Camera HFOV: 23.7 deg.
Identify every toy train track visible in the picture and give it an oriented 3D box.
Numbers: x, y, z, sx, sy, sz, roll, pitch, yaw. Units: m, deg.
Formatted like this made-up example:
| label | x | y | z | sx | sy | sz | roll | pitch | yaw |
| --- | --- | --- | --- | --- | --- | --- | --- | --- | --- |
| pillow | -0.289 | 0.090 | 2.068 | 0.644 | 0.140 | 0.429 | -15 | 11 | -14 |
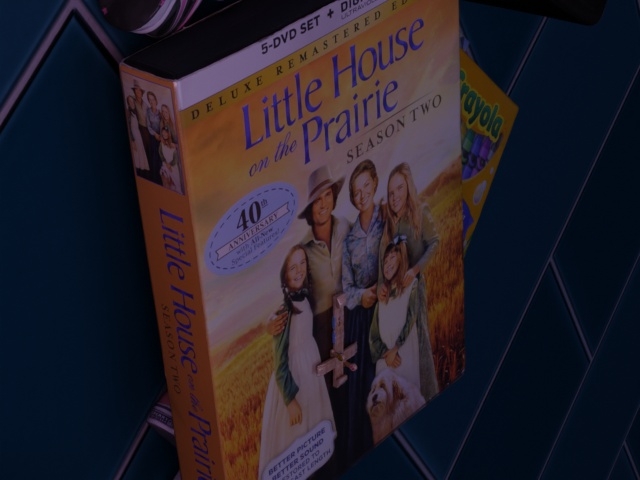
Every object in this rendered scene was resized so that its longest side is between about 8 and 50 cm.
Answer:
| label | x | y | z | sx | sy | sz | roll | pitch | yaw |
| --- | --- | --- | --- | --- | --- | --- | --- | --- | --- |
| toy train track | 0.018 | 0.079 | 1.182 | 0.048 | 0.014 | 0.083 | -30 | 130 | -41 |

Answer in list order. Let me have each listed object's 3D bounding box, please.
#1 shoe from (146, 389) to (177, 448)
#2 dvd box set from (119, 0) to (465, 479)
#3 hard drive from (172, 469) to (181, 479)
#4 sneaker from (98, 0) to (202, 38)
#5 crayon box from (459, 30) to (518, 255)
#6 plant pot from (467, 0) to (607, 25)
| label | x | y | z | sx | sy | sz | roll | pitch | yaw |
| --- | --- | --- | --- | --- | --- | --- | --- | --- | --- |
| shoe | -0.076 | 0.157 | 1.274 | 0.081 | 0.063 | 0.178 | -57 | 145 | -16 |
| dvd box set | 0.000 | 0.000 | 1.183 | 0.308 | 0.062 | 0.420 | -33 | 132 | -38 |
| hard drive | -0.153 | 0.374 | 1.288 | 0.318 | 0.040 | 0.210 | -59 | 150 | -24 |
| sneaker | -0.088 | -0.218 | 1.039 | 0.178 | 0.072 | 0.077 | -60 | 158 | 3 |
| crayon box | 0.084 | -0.063 | 1.416 | 0.203 | 0.083 | 0.322 | 29 | 80 | -62 |
| plant pot | 0.148 | -0.305 | 1.297 | 0.167 | 0.188 | 0.187 | 11 | 97 | -52 |
